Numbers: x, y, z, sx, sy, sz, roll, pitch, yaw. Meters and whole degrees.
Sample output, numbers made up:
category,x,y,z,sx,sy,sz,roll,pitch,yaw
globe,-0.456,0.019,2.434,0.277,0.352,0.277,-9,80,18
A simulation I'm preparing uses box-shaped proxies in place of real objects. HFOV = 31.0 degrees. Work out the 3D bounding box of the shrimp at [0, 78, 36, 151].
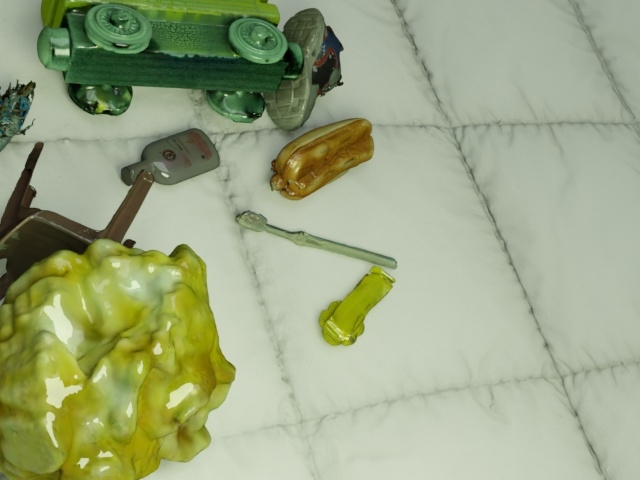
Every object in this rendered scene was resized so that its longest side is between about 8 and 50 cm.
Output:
category,x,y,z,sx,sy,sz,roll,pitch,yaw
shrimp,-0.482,-0.175,1.726,0.082,0.076,0.174,8,48,28

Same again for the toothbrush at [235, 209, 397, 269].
category,x,y,z,sx,sy,sz,roll,pitch,yaw
toothbrush,-0.002,0.003,1.881,0.294,0.028,0.026,19,53,-23

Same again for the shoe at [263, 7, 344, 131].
category,x,y,z,sx,sy,sz,roll,pitch,yaw
shoe,-0.020,-0.286,2.024,0.125,0.099,0.228,31,67,-51

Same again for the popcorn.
category,x,y,z,sx,sy,sz,roll,pitch,yaw
popcorn,-0.275,0.176,1.463,0.334,0.292,0.294,-19,62,-29

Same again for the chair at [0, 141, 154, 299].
category,x,y,z,sx,sy,sz,roll,pitch,yaw
chair,-0.377,0.033,1.560,0.183,0.176,0.326,22,48,-3

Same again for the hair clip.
category,x,y,z,sx,sy,sz,roll,pitch,yaw
hair clip,0.052,0.106,1.825,0.072,0.046,0.173,37,48,3

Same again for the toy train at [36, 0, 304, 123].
category,x,y,z,sx,sy,sz,roll,pitch,yaw
toy train,-0.250,-0.345,1.885,0.442,0.179,0.272,0,52,-27

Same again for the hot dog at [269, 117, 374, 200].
category,x,y,z,sx,sy,sz,roll,pitch,yaw
hot dog,-0.004,-0.141,1.937,0.076,0.102,0.249,16,34,37

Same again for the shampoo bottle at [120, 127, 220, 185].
category,x,y,z,sx,sy,sz,roll,pitch,yaw
shampoo bottle,-0.240,-0.125,1.825,0.165,0.040,0.080,-24,74,-38
